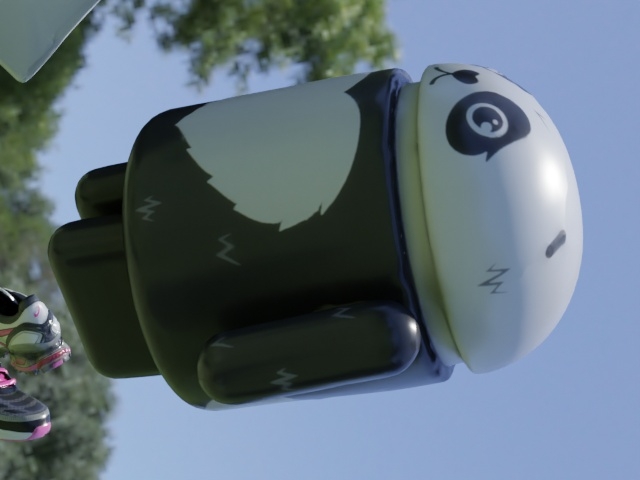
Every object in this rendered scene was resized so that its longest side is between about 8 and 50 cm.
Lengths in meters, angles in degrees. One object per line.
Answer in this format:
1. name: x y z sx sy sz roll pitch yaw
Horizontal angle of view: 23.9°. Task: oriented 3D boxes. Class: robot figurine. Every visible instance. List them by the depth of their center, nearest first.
1. robot figurine: 0.000 -0.003 0.815 0.173 0.278 0.209 48 35 -66

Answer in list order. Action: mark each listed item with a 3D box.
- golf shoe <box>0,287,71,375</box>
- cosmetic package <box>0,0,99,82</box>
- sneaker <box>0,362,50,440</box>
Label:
1. golf shoe: -0.324 0.080 1.551 0.186 0.067 0.086 5 -63 46
2. cosmetic package: -0.191 -0.247 1.014 0.156 0.217 0.385 45 0 -17
3. sneaker: -0.285 0.100 1.231 0.170 0.063 0.075 30 -73 22
